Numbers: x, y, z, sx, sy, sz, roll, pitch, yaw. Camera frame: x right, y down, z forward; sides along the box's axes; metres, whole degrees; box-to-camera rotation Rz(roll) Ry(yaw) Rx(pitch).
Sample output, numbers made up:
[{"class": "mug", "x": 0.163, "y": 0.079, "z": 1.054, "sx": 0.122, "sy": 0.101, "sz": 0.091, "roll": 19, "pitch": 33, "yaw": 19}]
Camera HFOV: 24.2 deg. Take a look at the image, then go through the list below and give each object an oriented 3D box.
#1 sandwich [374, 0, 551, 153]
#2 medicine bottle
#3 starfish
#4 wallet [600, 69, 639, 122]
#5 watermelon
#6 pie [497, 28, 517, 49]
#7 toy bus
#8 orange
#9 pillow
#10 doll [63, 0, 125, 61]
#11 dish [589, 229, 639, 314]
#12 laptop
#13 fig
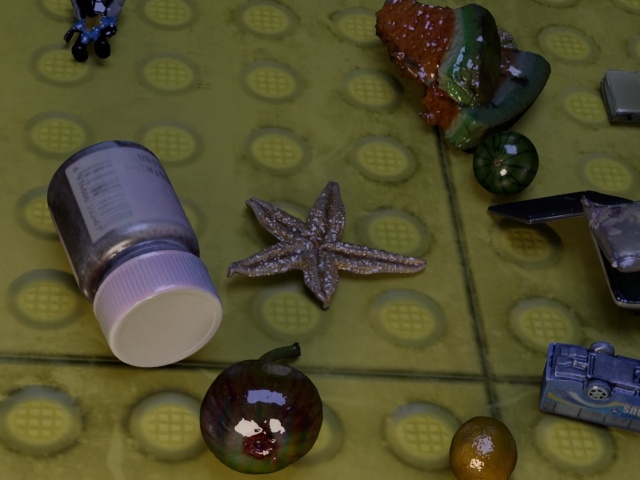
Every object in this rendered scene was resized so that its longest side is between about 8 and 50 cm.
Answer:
[{"class": "sandwich", "x": 0.214, "y": -0.301, "z": 2.336, "sx": 0.301, "sy": 0.162, "sz": 0.250, "roll": 38, "pitch": 45, "yaw": 20}, {"class": "medicine bottle", "x": -0.239, "y": 0.015, "z": 1.910, "sx": 0.165, "sy": 0.165, "sz": 0.273, "roll": -11, "pitch": 50, "yaw": -23}, {"class": "starfish", "x": 0.001, "y": -0.005, "z": 2.069, "sx": 0.295, "sy": 0.048, "sz": 0.231, "roll": -2, "pitch": 46, "yaw": -16}, {"class": "wallet", "x": 0.539, "y": -0.230, "z": 2.427, "sx": 0.155, "sy": 0.039, "sz": 0.110, "roll": 3, "pitch": 48, "yaw": -10}, {"class": "watermelon", "x": 0.278, "y": -0.114, "z": 2.210, "sx": 0.109, "sy": 0.109, "sz": 0.109, "roll": 7, "pitch": 45, "yaw": -7}, {"class": "pie", "x": 0.288, "y": -0.323, "z": 2.475, "sx": 0.084, "sy": 0.021, "sz": 0.084, "roll": 6, "pitch": 49, "yaw": -7}, {"class": "toy bus", "x": 0.403, "y": 0.197, "z": 1.929, "sx": 0.236, "sy": 0.094, "sz": 0.079, "roll": 14, "pitch": 51, "yaw": 3}, {"class": "orange", "x": 0.199, "y": 0.259, "z": 1.825, "sx": 0.085, "sy": 0.085, "sz": 0.095, "roll": 13, "pitch": 39, "yaw": 0}, {"class": "pillow", "x": 0.494, "y": -0.013, "z": 2.073, "sx": 0.255, "sy": 0.059, "sz": 0.169, "roll": -6, "pitch": 43, "yaw": -12}, {"class": "doll", "x": -0.349, "y": -0.359, "z": 2.327, "sx": 0.096, "sy": 0.070, "sz": 0.195, "roll": -5, "pitch": 49, "yaw": 6}, {"class": "dish", "x": 0.505, "y": 0.050, "z": 2.106, "sx": 0.243, "sy": 0.080, "sz": 0.182, "roll": 1, "pitch": 43, "yaw": -8}, {"class": "laptop", "x": 0.350, "y": -0.050, "z": 2.173, "sx": 0.180, "sy": 0.016, "sz": 0.129, "roll": -10, "pitch": 12, "yaw": -21}, {"class": "fig", "x": -0.064, "y": 0.181, "z": 1.824, "sx": 0.149, "sy": 0.149, "sz": 0.245, "roll": 12, "pitch": 27, "yaw": -1}]
